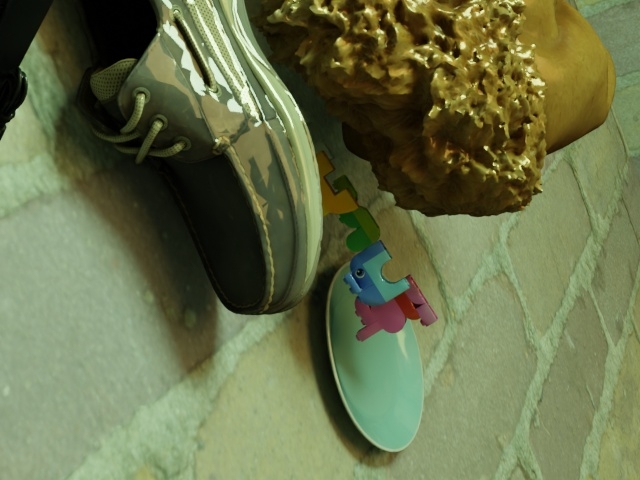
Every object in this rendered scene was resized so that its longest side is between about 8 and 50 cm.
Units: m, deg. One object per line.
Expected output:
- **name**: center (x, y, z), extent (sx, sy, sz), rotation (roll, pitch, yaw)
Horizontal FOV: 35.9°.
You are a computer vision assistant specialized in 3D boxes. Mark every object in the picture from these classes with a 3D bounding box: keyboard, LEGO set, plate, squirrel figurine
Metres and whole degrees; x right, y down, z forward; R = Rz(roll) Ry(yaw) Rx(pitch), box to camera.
- **keyboard**: center (-0.174, -0.107, 0.521), extent (0.023, 0.180, 0.108), rotation (0, 73, -29)
- **LEGO set**: center (0.000, 0.000, 0.854), extent (0.227, 0.093, 0.087), rotation (58, 8, 3)
- **plate**: center (0.048, 0.111, 0.951), extent (0.188, 0.024, 0.188), rotation (37, 45, -47)
- **squirrel figurine**: center (0.105, -0.234, 0.850), extent (0.397, 0.281, 0.370), rotation (-66, 150, -55)

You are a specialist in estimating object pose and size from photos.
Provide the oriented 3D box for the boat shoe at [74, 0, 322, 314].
- **boat shoe**: center (-0.111, -0.107, 0.706), extent (0.130, 0.132, 0.355), rotation (-19, 89, -40)
